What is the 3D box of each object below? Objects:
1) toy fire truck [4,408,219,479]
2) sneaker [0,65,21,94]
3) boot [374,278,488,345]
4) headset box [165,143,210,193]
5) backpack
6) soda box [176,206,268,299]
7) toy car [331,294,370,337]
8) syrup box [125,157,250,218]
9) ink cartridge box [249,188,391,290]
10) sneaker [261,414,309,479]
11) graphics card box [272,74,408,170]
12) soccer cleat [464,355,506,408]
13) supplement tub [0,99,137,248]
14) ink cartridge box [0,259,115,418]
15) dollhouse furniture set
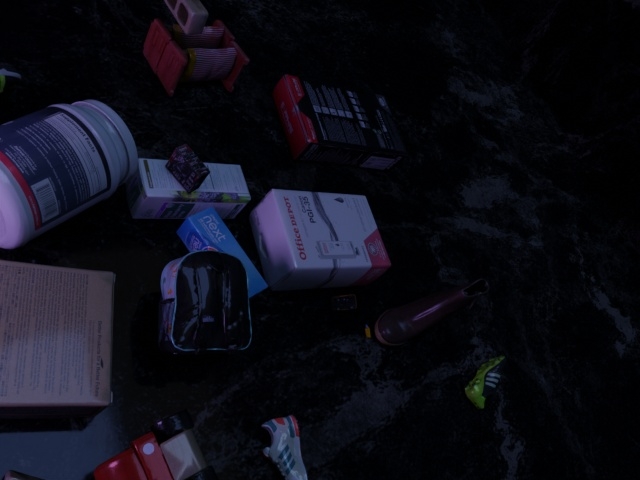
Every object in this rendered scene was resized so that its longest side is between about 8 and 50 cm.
[{"bbox_3d":[-0.301,0.343,0.817,0.247,0.217,0.158,-21,76,-29],"label":"toy fire truck"},{"bbox_3d":[-0.653,-0.249,1.051,0.235,0.084,0.097,-43,115,-45],"label":"sneaker"},{"bbox_3d":[0.264,0.161,1.362,0.249,0.207,0.090,-13,70,-42],"label":"boot"},{"bbox_3d":[-0.268,-0.146,1.133,0.083,0.062,0.032,50,44,2],"label":"headset box"},{"bbox_3d":[-0.219,0.114,1.061,0.166,0.144,0.188,6,81,-33],"label":"backpack"},{"bbox_3d":[-0.205,0.039,1.187,0.071,0.067,0.210,-30,81,-45],"label":"soda box"},{"bbox_3d":[0.070,0.178,1.339,0.040,0.060,0.122,-112,178,-85],"label":"toy car"},{"bbox_3d":[-0.280,-0.106,1.208,0.237,0.093,0.096,-2,64,-39],"label":"syrup box"},{"bbox_3d":[0.000,0.000,1.334,0.283,0.117,0.207,0,62,-38],"label":"ink cartridge box"},{"bbox_3d":[-0.071,0.409,1.056,0.076,0.057,0.161,-2,63,-19],"label":"sneaker"},{"bbox_3d":[0.060,-0.329,1.622,0.371,0.094,0.232,-1,62,-37],"label":"graphics card box"},{"bbox_3d":[0.434,0.363,1.468,0.179,0.060,0.072,-33,93,-39],"label":"soccer cleat"},{"bbox_3d":[-0.481,-0.125,0.998,0.191,0.191,0.272,47,44,-1],"label":"supplement tub"},{"bbox_3d":[-0.440,0.159,0.910,0.193,0.088,0.234,12,54,-33],"label":"ink cartridge box"},{"bbox_3d":[-0.250,-0.524,1.322,0.201,0.374,0.152,-20,71,-42],"label":"dollhouse furniture set"}]
